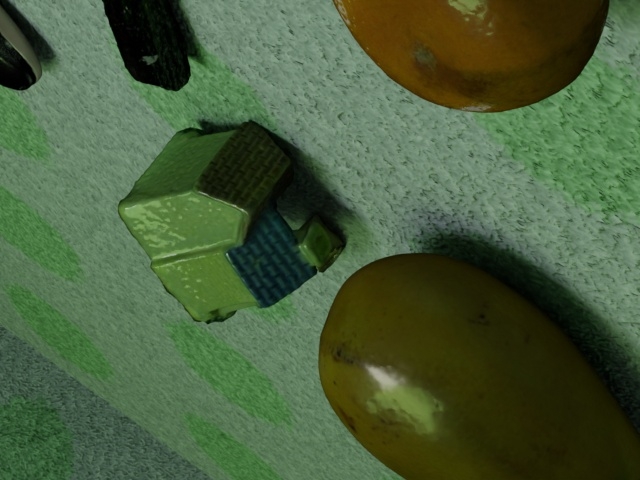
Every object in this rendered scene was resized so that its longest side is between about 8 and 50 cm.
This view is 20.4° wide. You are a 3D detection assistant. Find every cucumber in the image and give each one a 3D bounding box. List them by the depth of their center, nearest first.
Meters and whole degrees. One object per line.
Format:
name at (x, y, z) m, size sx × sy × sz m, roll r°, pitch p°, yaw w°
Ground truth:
cucumber at (-0.201, -0.257, 1.945) m, size 0.074 × 0.074 × 0.241 m, roll 28°, pitch 154°, yaw 28°

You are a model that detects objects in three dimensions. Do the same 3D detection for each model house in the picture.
model house at (-0.086, -0.026, 2.112) m, size 0.189 × 0.195 × 0.214 m, roll -9°, pitch 122°, yaw 44°

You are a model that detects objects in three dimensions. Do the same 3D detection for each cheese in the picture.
cheese at (0.001, -0.001, 2.170) m, size 0.060 × 0.041 × 0.084 m, roll 44°, pitch 156°, yaw 3°

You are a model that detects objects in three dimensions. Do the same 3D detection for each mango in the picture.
mango at (0.192, 0.191, 1.984) m, size 0.446 × 0.232 × 0.300 m, roll 37°, pitch 156°, yaw -13°

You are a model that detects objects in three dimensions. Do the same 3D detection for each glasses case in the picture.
glasses case at (-0.480, -0.313, 2.290) m, size 0.314 × 0.075 × 0.122 m, roll 47°, pitch 161°, yaw -17°

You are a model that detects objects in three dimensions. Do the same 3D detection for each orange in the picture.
orange at (0.118, -0.209, 1.361) m, size 0.240 × 0.171 × 0.240 m, roll 32°, pitch 154°, yaw 18°
